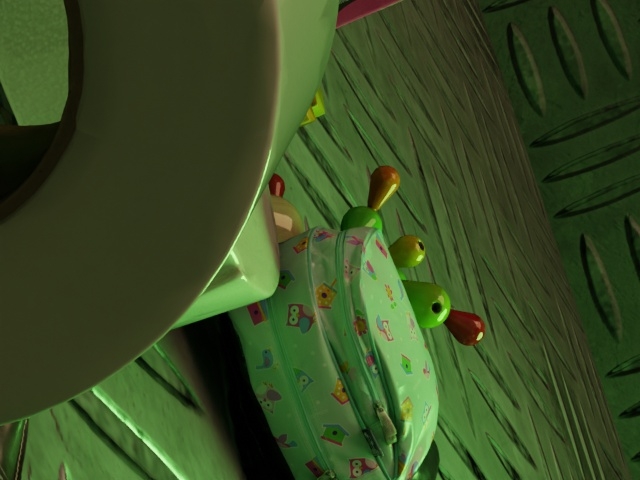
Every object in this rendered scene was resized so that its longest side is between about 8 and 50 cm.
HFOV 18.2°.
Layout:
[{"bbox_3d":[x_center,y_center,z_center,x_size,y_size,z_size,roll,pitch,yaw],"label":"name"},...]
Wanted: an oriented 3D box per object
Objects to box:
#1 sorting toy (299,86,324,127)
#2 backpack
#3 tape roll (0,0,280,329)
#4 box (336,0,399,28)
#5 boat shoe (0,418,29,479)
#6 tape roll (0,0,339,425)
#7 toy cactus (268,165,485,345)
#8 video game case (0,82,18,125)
[{"bbox_3d":[-0.051,-0.248,1.746,0.229,0.041,0.307,-22,89,-78],"label":"sorting toy"},{"bbox_3d":[0.008,0.080,1.220,0.152,0.115,0.182,-84,155,-71],"label":"backpack"},{"bbox_3d":[-0.116,-0.141,1.088,0.392,0.072,0.392,-19,90,-85],"label":"tape roll"},{"bbox_3d":[-0.013,-0.209,1.345,0.163,0.247,0.142,-49,116,-77],"label":"box"},{"bbox_3d":[-0.137,0.048,0.836,0.049,0.040,0.142,53,18,-49],"label":"boat shoe"},{"bbox_3d":[-0.122,-0.078,0.647,0.169,0.246,0.246,-67,133,-74],"label":"tape roll"},{"bbox_3d":[0.000,0.000,1.322,0.180,0.112,0.219,23,14,-38],"label":"toy cactus"},{"bbox_3d":[-0.157,-0.042,0.967,0.157,0.019,0.143,-86,151,-65],"label":"video game case"}]
